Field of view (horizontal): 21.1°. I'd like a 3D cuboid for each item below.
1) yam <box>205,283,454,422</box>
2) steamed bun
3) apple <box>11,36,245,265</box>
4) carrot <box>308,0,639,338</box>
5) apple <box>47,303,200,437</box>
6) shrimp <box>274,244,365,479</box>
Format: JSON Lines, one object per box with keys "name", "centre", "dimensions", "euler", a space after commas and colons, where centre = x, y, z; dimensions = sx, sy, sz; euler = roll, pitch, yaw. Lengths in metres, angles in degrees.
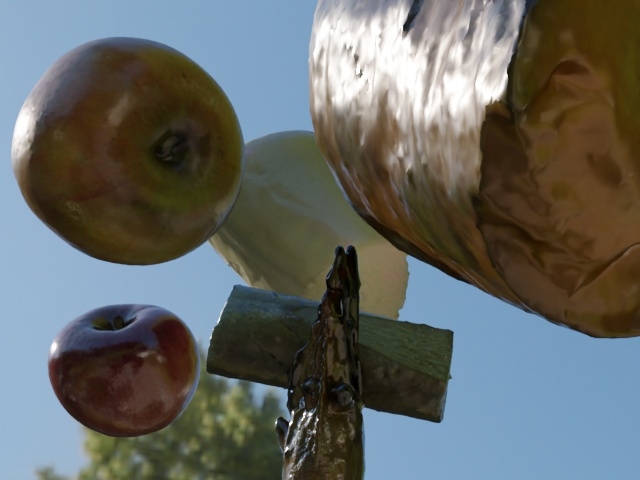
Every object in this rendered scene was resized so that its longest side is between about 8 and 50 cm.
{"name": "yam", "centre": [0.007, 0.076, 1.162], "dimensions": [0.169, 0.068, 0.068], "euler": [11, -36, 9]}
{"name": "steamed bun", "centre": [0.000, 0.000, 1.702], "dimensions": [0.170, 0.225, 0.200], "euler": [-42, -29, -8]}
{"name": "apple", "centre": [-0.147, -0.065, 1.295], "dimensions": [0.182, 0.182, 0.155], "euler": [38, -20, -35]}
{"name": "carrot", "centre": [0.133, -0.082, 0.930], "dimensions": [0.241, 0.241, 0.341], "euler": [24, -1, -22]}
{"name": "apple", "centre": [-0.193, 0.130, 1.718], "dimensions": [0.153, 0.153, 0.120], "euler": [-4, -72, 16]}
{"name": "shrimp", "centre": [0.002, 0.134, 1.137], "dimensions": [0.066, 0.262, 0.117], "euler": [3, -2, 7]}
